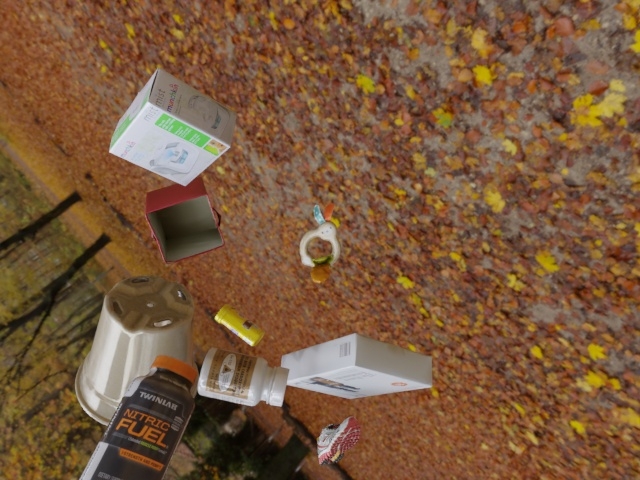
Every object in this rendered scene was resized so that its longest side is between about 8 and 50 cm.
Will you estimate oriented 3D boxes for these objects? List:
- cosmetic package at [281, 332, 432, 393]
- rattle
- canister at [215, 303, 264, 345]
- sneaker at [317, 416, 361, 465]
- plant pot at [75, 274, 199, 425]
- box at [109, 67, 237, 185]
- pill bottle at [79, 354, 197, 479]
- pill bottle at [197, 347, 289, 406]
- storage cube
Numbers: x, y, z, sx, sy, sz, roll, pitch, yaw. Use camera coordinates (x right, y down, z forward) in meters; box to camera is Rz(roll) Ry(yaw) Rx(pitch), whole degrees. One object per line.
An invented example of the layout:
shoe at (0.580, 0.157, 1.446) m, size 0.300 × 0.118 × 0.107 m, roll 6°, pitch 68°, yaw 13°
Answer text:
cosmetic package at (0.095, 0.385, 1.405) m, size 0.284 × 0.098 × 0.377 m, roll 20°, pitch 149°, yaw -29°
rattle at (0.000, 0.000, 1.368) m, size 0.130 × 0.142 × 0.200 m, roll 22°, pitch 109°, yaw 14°
canister at (-0.292, 0.312, 1.738) m, size 0.170 × 0.073 × 0.126 m, roll 35°, pitch 171°, yaw 6°
sneaker at (0.041, 0.576, 1.392) m, size 0.225 × 0.088 × 0.093 m, roll -59°, pitch 38°, yaw 37°
plant pot at (-0.475, 0.277, 1.287) m, size 0.333 × 0.333 × 0.306 m, roll 37°, pitch 124°, yaw 26°
box at (-0.395, -0.293, 1.268) m, size 0.231 × 0.127 × 0.262 m, roll 25°, pitch 145°, yaw -35°
pill bottle at (-0.314, 0.338, 0.861) m, size 0.130 × 0.246 × 0.130 m, roll 14°, pitch 147°, yaw 9°
pill bottle at (-0.207, 0.380, 1.299) m, size 0.229 × 0.131 × 0.131 m, roll 12°, pitch 153°, yaw -1°
storage cube at (-0.426, -0.068, 1.492) m, size 0.193 × 0.214 × 0.184 m, roll -129°, pitch 22°, yaw -60°
